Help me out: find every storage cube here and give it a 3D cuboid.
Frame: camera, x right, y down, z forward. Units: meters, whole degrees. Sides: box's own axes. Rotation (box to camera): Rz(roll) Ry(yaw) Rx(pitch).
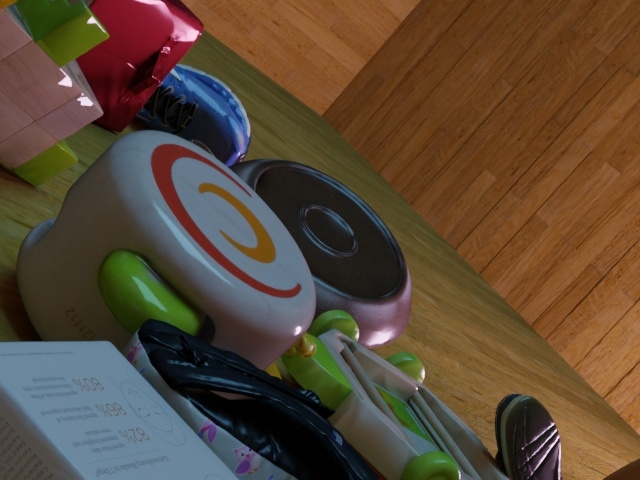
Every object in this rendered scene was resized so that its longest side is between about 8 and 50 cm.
[{"bbox_3d":[-0.299,-0.278,1.367,0.215,0.183,0.193,46,11,25],"label":"storage cube"}]

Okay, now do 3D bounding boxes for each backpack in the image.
[{"bbox_3d":[-0.058,0.131,0.664,0.182,0.115,0.152,36,-1,-28],"label":"backpack"}]

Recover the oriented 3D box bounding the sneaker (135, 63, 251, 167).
[{"bbox_3d":[-0.243,-0.206,1.540,0.330,0.130,0.147,39,23,5],"label":"sneaker"}]

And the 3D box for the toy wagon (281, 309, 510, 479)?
[{"bbox_3d":[0.066,0.174,1.121,0.344,0.068,0.267,34,11,-35],"label":"toy wagon"}]

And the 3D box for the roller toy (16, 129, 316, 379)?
[{"bbox_3d":[-0.112,0.032,0.803,0.209,0.146,0.191,25,29,-49],"label":"roller toy"}]

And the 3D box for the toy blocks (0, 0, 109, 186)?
[{"bbox_3d":[-0.320,-0.231,0.884,0.261,0.191,0.381,59,2,20],"label":"toy blocks"}]

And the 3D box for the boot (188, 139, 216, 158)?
[{"bbox_3d":[-0.135,-0.064,1.456,0.158,0.059,0.084,56,12,27],"label":"boot"}]

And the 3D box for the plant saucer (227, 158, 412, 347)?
[{"bbox_3d":[0.000,0.000,1.390,0.311,0.050,0.310,29,32,-20],"label":"plant saucer"}]

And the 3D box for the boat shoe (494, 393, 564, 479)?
[{"bbox_3d":[0.231,0.259,1.254,0.073,0.080,0.223,23,-36,51],"label":"boat shoe"}]

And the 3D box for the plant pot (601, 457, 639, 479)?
[{"bbox_3d":[0.411,0.356,1.126,0.291,0.291,0.203,33,29,-42],"label":"plant pot"}]

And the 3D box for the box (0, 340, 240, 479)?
[{"bbox_3d":[-0.105,0.136,0.518,0.170,0.091,0.130,44,9,17],"label":"box"}]
